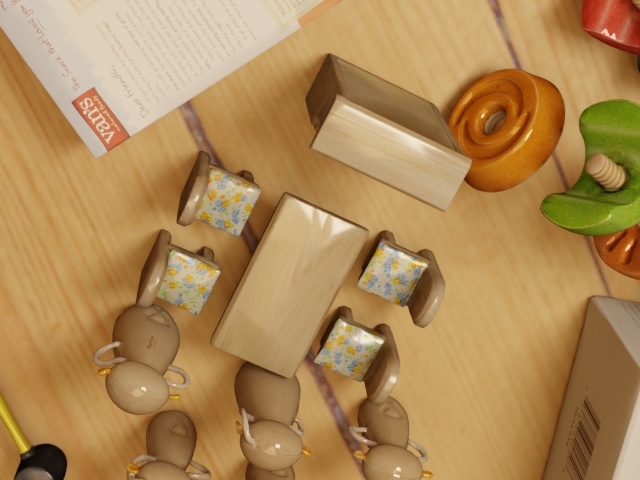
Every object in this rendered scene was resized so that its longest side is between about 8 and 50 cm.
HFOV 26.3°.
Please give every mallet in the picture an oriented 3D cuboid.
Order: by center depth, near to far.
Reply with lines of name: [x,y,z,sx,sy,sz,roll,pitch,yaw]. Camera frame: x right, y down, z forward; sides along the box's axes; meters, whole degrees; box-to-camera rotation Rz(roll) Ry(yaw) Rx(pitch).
mallet: [-0.268,0.135,1.129,0.039,0.062,0.190,-26,108,4]

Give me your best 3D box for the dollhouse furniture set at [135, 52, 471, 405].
dollhouse furniture set: [0.000,0.000,1.047,0.212,0.161,0.242,24,106,-11]

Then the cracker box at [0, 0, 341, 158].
cracker box: [-0.116,-0.190,1.024,0.232,0.067,0.156,-32,107,6]

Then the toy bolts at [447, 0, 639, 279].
toy bolts: [0.238,-0.090,1.056,0.158,0.218,0.228,32,83,-39]

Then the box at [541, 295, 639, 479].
box: [0.379,0.197,1.135,0.345,0.168,0.215,11,108,-6]

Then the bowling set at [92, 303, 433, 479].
bowling set: [-0.069,0.195,1.114,0.287,0.154,0.200,19,107,-9]
